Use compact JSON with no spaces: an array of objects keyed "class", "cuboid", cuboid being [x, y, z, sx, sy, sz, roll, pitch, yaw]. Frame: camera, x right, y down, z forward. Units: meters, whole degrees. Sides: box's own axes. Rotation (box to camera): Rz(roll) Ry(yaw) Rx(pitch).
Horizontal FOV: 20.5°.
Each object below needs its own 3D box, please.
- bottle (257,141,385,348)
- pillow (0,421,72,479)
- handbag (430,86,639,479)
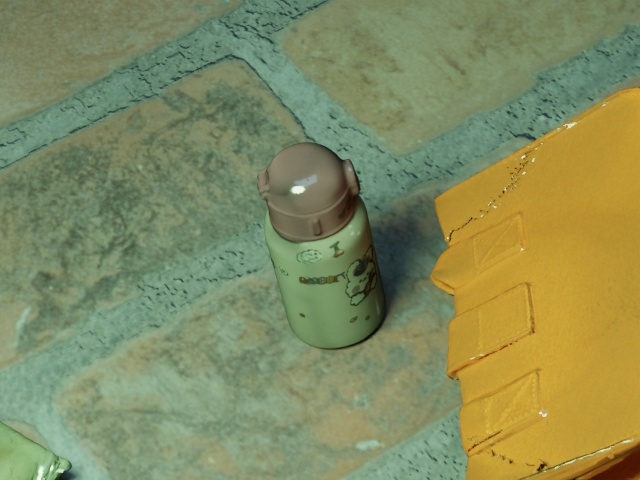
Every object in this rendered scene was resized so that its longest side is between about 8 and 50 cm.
[{"class":"bottle","cuboid":[0.000,0.000,1.798,0.110,0.233,0.110,-6,47,6]},{"class":"pillow","cuboid":[-0.410,0.282,1.739,0.185,0.075,0.302,27,56,32]},{"class":"handbag","cuboid":[0.259,0.070,1.694,0.303,0.116,0.410,-29,40,27]}]
